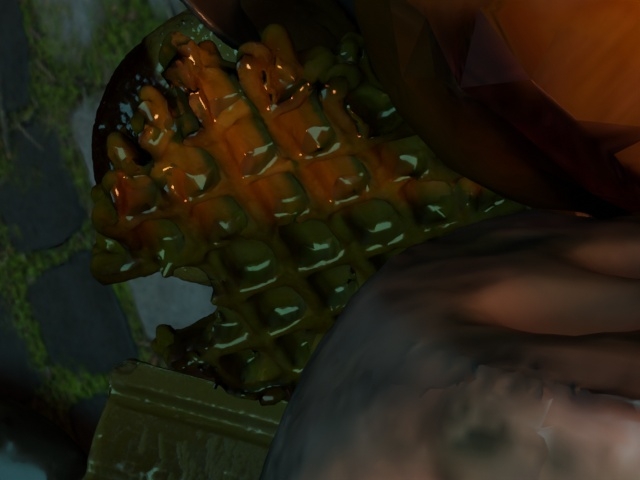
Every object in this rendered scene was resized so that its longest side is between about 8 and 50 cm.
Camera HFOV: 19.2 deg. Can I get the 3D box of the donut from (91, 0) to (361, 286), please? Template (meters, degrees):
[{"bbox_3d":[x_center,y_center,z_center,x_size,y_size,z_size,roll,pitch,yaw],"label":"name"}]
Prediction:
[{"bbox_3d":[-0.048,-0.051,1.015,0.184,0.073,0.166,-30,82,34],"label":"donut"}]

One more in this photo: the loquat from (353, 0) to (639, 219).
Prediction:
[{"bbox_3d":[0.126,-0.120,0.780,0.235,0.235,0.235,9,107,32],"label":"loquat"}]

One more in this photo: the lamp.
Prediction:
[{"bbox_3d":[-0.248,0.132,1.180,0.250,0.101,0.101,6,105,29],"label":"lamp"}]

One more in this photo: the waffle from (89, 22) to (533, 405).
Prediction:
[{"bbox_3d":[0.000,0.000,0.938,0.231,0.051,0.229,16,127,-7],"label":"waffle"}]

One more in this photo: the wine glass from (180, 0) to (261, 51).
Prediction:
[{"bbox_3d":[0.012,-0.186,0.898,0.202,0.093,0.093,-40,78,14],"label":"wine glass"}]

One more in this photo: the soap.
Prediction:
[{"bbox_3d":[-0.015,0.135,1.027,0.252,0.037,0.092,13,78,27],"label":"soap"}]

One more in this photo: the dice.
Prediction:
[{"bbox_3d":[0.177,0.166,0.757,0.330,0.328,0.348,14,109,31],"label":"dice"}]
